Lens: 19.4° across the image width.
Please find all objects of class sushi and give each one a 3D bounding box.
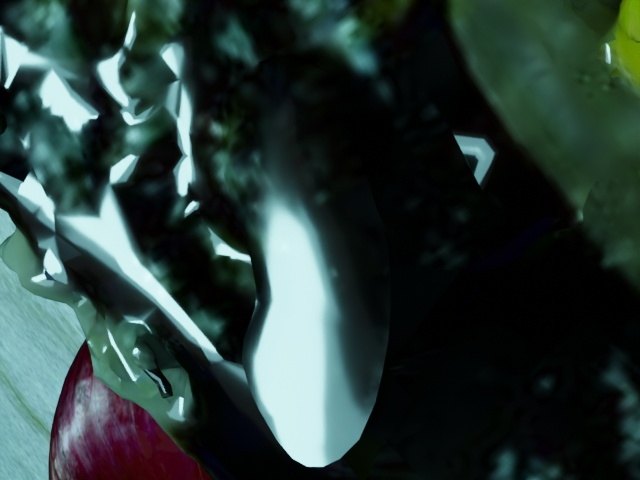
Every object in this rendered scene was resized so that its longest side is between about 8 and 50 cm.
[{"bbox_3d":[0.088,-0.082,0.531,0.285,0.328,0.328,-39,75,28],"label":"sushi"}]

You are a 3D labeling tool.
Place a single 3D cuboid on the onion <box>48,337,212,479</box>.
[{"bbox_3d":[0.029,0.108,0.833,0.314,0.232,0.314,15,143,12],"label":"onion"}]
